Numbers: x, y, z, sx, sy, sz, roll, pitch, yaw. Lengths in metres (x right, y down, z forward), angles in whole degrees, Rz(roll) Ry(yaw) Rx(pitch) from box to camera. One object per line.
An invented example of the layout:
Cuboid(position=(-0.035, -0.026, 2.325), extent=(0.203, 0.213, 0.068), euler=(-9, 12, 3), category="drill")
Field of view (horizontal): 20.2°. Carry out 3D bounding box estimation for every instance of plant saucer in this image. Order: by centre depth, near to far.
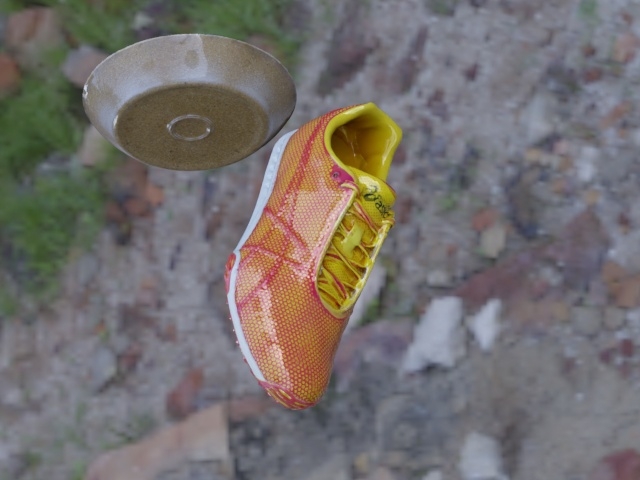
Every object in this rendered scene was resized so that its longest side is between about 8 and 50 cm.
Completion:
Cuboid(position=(-0.051, -0.049, 0.698), extent=(0.083, 0.083, 0.015), euler=(-32, 48, 39), category="plant saucer")

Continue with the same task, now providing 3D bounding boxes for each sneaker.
Cuboid(position=(0.000, 0.000, 0.846), extent=(0.067, 0.064, 0.175), euler=(-25, 41, 36), category="sneaker")
